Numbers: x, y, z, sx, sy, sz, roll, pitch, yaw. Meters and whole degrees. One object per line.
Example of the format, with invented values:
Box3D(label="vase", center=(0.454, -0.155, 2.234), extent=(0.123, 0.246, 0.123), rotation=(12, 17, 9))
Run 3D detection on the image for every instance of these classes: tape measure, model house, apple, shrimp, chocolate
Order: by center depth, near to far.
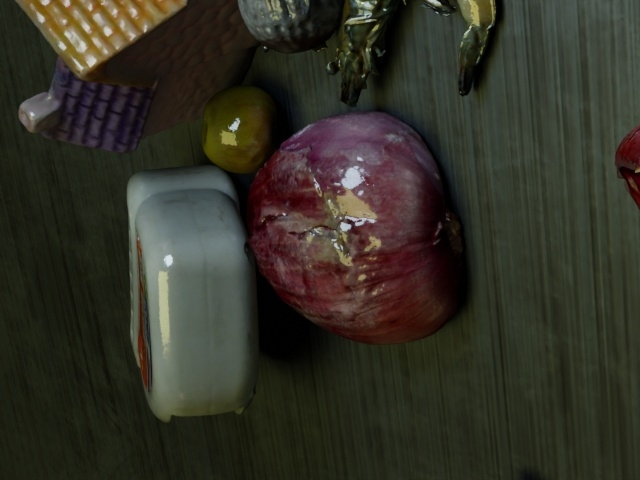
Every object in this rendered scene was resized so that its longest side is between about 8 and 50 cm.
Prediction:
Box3D(label="shrimp", center=(0.077, -0.184, 1.184), extent=(0.150, 0.051, 0.217), rotation=(40, 134, 20))
Box3D(label="chocolate", center=(-0.038, -0.281, 1.220), extent=(0.110, 0.110, 0.248), rotation=(8, 114, 49))
Box3D(label="model house", center=(-0.201, -0.224, 1.345), extent=(0.202, 0.237, 0.237), rotation=(52, 142, 15))
Box3D(label="apple", center=(-0.079, -0.110, 1.383), extent=(0.089, 0.074, 0.089), rotation=(-179, 90, -78))
Box3D(label="tape measure", center=(-0.134, 0.066, 1.479), extent=(0.265, 0.130, 0.258), rotation=(-117, 27, -57))

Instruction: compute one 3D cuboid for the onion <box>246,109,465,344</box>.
Box3D(label="onion", center=(0.000, 0.000, 1.324), extent=(0.283, 0.120, 0.227), rotation=(-3, 102, 52))

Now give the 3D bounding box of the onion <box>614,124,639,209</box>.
Box3D(label="onion", center=(0.288, -0.048, 0.961), extent=(0.150, 0.140, 0.150), rotation=(41, -179, -1))
